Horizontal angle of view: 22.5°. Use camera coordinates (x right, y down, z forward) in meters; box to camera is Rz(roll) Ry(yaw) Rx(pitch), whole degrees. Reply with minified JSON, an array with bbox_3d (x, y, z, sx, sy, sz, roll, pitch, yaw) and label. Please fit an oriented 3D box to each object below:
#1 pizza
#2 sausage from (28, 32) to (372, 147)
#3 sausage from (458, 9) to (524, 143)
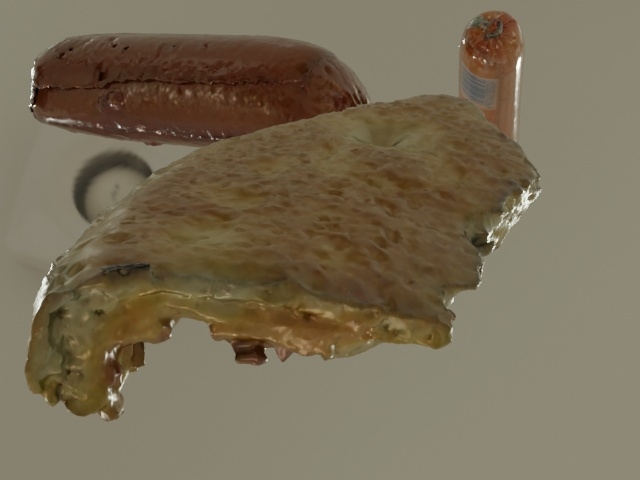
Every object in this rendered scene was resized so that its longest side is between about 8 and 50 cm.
[{"bbox_3d":[0.000,0.000,0.746,0.182,0.365,0.074,14,-66,21],"label":"pizza"},{"bbox_3d":[-0.108,-0.125,1.338,0.330,0.102,0.102,6,-110,30],"label":"sausage"},{"bbox_3d":[0.144,-0.112,1.366,0.053,0.348,0.053,-2,-107,5],"label":"sausage"}]
